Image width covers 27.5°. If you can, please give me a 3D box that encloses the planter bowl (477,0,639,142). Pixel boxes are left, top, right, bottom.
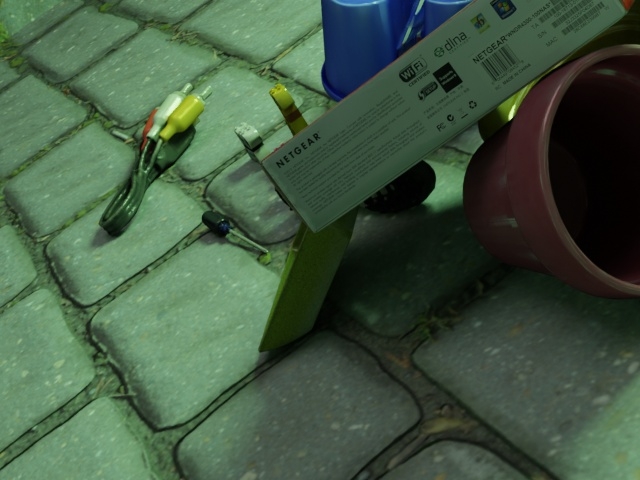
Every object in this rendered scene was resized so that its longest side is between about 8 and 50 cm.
[{"bbox_3d":[0.268,-0.146,1.294,0.217,0.090,0.217,-36,29,24],"label":"planter bowl"}]

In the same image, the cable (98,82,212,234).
[{"bbox_3d":[-0.262,-0.118,1.888,0.139,0.072,0.287,-14,31,44],"label":"cable"}]

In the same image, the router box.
[{"bbox_3d":[0.136,-0.167,1.199,0.335,0.082,0.301,-35,5,26],"label":"router box"}]

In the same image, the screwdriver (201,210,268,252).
[{"bbox_3d":[-0.104,-0.011,1.575,0.024,0.025,0.170,-40,26,-14],"label":"screwdriver"}]

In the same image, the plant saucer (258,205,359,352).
[{"bbox_3d":[0.000,0.000,1.326,0.188,0.045,0.188,-73,4,-54],"label":"plant saucer"}]

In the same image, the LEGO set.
[{"bbox_3d":[-0.044,-0.138,1.651,0.087,0.093,0.227,-37,26,-8],"label":"LEGO set"}]

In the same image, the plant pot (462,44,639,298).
[{"bbox_3d":[0.220,-0.047,1.103,0.201,0.201,0.180,-44,11,-22],"label":"plant pot"}]

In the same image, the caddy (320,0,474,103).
[{"bbox_3d":[0.126,-0.267,1.599,0.241,0.179,0.341,1,35,14],"label":"caddy"}]

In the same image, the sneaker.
[{"bbox_3d":[0.051,-0.087,1.471,0.234,0.078,0.106,-2,42,50],"label":"sneaker"}]
